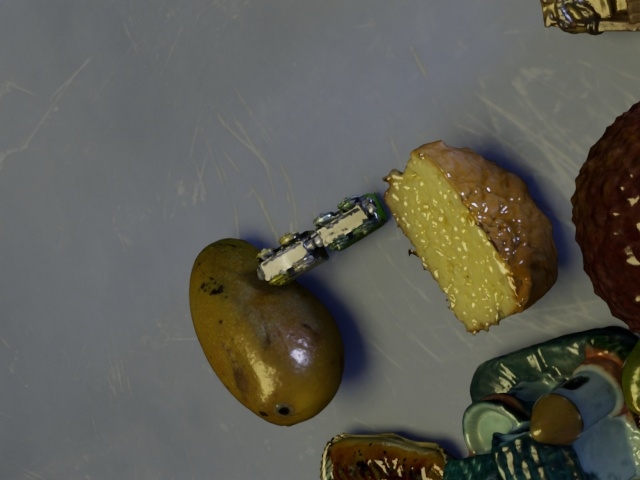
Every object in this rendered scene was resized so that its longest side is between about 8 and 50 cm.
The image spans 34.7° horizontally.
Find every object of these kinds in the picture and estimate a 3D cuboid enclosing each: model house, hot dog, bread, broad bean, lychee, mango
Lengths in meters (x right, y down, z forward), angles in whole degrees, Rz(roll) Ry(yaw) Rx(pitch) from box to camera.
[{"bbox_3d":[0.227,0.242,1.156,0.253,0.291,0.184,-20,94,46],"label":"model house"},{"bbox_3d":[0.105,0.355,1.458,0.271,0.082,0.162,-2,100,46],"label":"hot dog"},{"bbox_3d":[0.186,-0.012,1.215,0.229,0.140,0.143,59,137,14],"label":"bread"},{"bbox_3d":[0.372,0.075,1.081,0.053,0.052,0.256,-135,64,-75],"label":"broad bean"},{"bbox_3d":[0.354,-0.020,0.934,0.261,0.261,0.260,16,114,41],"label":"lychee"},{"bbox_3d":[-0.088,0.118,1.492,0.175,0.176,0.329,-42,66,15],"label":"mango"}]

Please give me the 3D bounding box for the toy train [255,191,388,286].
[{"bbox_3d":[0.000,0.000,1.410,0.202,0.081,0.060,-32,78,23],"label":"toy train"}]

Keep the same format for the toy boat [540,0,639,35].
[{"bbox_3d":[0.354,-0.251,0.986,0.321,0.121,0.089,-1,108,45],"label":"toy boat"}]
